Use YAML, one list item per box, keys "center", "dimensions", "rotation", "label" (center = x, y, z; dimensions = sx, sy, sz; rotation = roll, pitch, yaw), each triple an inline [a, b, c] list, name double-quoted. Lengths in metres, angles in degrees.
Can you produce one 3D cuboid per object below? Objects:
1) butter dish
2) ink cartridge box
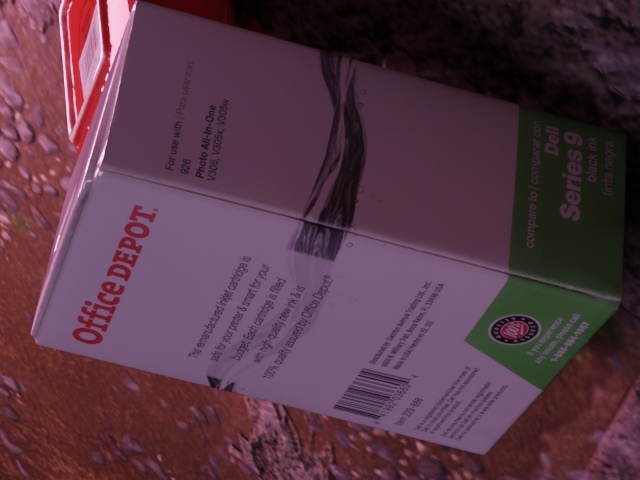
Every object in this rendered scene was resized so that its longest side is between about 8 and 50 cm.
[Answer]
- center: [-0.092, -0.126, 1.172]
  dimensions: [0.160, 0.118, 0.160]
  rotation: [124, 144, -56]
  label: "butter dish"
- center: [0.000, 0.000, 1.070]
  dimensions: [0.289, 0.122, 0.211]
  rotation: [15, 148, -11]
  label: "ink cartridge box"
